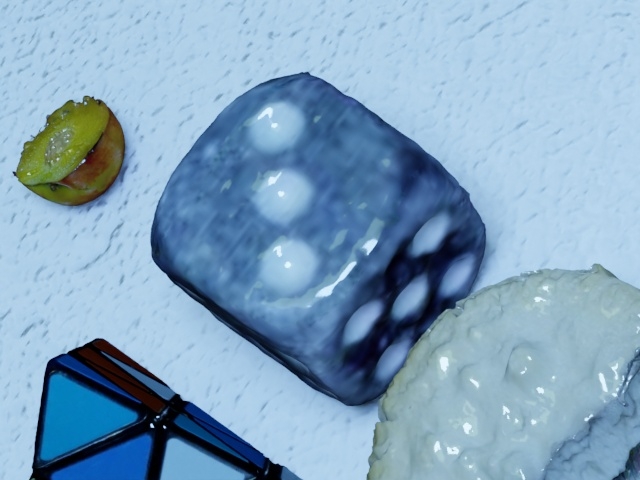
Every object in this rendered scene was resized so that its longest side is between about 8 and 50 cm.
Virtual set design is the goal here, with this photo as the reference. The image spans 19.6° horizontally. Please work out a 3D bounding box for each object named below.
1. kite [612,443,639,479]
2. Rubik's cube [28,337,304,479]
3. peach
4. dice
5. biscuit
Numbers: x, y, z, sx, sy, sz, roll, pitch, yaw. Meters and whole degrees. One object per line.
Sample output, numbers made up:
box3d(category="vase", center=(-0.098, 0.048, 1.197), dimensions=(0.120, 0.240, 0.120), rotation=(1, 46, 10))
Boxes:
box3d(category="kite", center=(0.205, 0.155, 1.316), dimensions=(0.139, 0.011, 0.156), rotation=(-35, 62, 1))
box3d(category="Rubik's cube", center=(-0.167, 0.122, 1.381), dimensions=(0.284, 0.250, 0.234), rotation=(-25, 35, 3))
box3d(category="peach", center=(-0.201, -0.068, 1.536), dimensions=(0.098, 0.061, 0.098), rotation=(-23, 41, 21))
box3d(category="dice", center=(0.000, 0.000, 1.359), dimensions=(0.182, 0.181, 0.183), rotation=(34, 81, 30))
box3d(category="biscuit", center=(0.121, 0.135, 1.304), dimensions=(0.179, 0.084, 0.281), rotation=(36, 91, 35))
